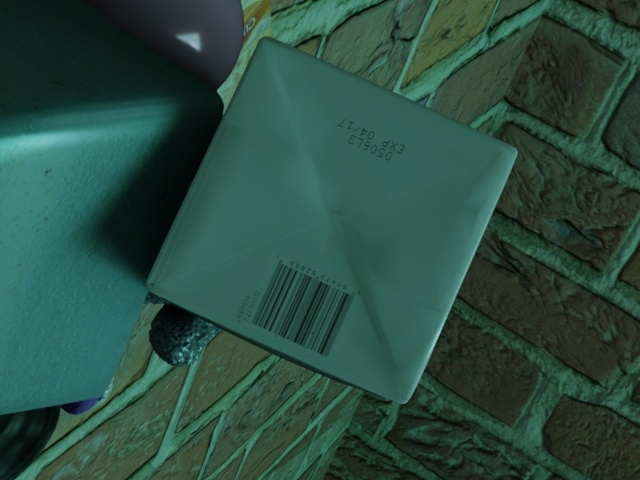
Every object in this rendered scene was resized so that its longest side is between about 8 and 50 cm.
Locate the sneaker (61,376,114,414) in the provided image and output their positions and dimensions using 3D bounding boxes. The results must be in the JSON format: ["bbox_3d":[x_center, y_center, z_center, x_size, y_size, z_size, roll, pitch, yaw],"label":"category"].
[{"bbox_3d":[-0.281,0.109,1.266,0.104,0.095,0.236,-40,152,-34],"label":"sneaker"}]

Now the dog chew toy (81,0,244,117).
[{"bbox_3d":[-0.152,-0.155,0.948,0.206,0.206,0.332,-23,134,-65],"label":"dog chew toy"}]

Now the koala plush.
[{"bbox_3d":[-0.126,0.004,1.177,0.203,0.196,0.221,-33,179,1],"label":"koala plush"}]

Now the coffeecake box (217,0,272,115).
[{"bbox_3d":[-0.115,-0.186,1.235,0.142,0.068,0.185,-54,165,-21],"label":"coffeecake box"}]

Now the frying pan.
[{"bbox_3d":[-0.388,0.251,1.225,0.326,0.053,0.197,-52,152,14],"label":"frying pan"}]

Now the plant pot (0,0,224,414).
[{"bbox_3d":[-0.262,-0.036,0.757,0.252,0.247,0.248,-14,134,-58],"label":"plant pot"}]

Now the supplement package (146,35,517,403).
[{"bbox_3d":[0.000,0.000,0.869,0.293,0.177,0.175,119,-5,-84],"label":"supplement package"}]
